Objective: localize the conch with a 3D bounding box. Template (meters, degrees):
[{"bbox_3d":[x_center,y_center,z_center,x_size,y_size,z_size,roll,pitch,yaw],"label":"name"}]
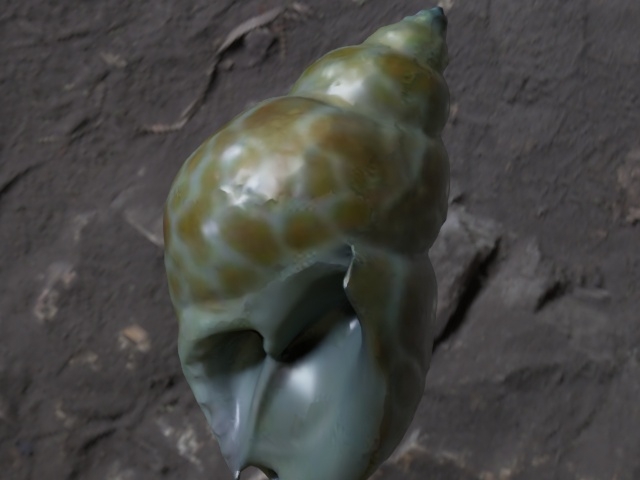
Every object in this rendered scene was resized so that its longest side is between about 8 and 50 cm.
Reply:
[{"bbox_3d":[-0.003,0.011,0.532,0.116,0.106,0.173,-19,83,53],"label":"conch"}]
